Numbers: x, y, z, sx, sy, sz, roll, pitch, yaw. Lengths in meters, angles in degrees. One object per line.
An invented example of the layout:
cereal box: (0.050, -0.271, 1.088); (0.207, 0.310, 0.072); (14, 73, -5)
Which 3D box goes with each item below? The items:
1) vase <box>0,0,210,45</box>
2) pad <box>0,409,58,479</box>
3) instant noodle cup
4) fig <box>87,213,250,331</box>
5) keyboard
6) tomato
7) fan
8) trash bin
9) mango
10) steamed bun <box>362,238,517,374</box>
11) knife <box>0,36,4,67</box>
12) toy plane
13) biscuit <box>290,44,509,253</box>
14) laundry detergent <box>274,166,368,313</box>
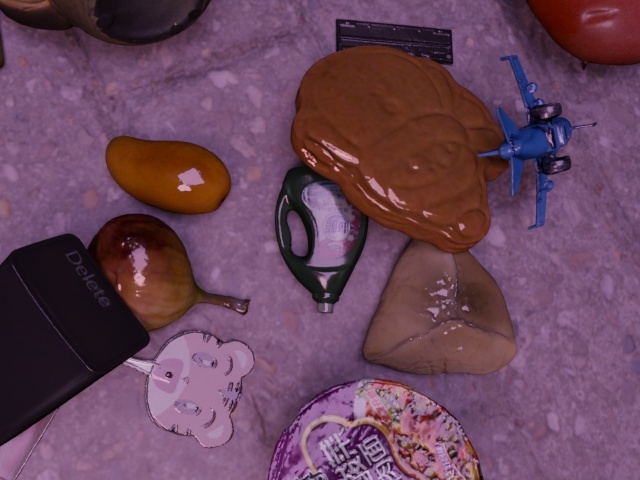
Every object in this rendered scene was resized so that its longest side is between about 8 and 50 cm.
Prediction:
vase: (-0.319, -0.419, 0.925); (0.329, 0.241, 0.302); (-26, 73, 9)
pad: (-0.482, 0.159, 0.874); (0.300, 0.005, 0.202); (29, 75, -5)
instant noodle cup: (0.062, 0.316, 0.842); (0.251, 0.190, 0.251); (0, 67, -1)
fig: (-0.206, 0.068, 0.883); (0.231, 0.143, 0.160); (36, 106, -11)
keyboard: (0.122, -0.322, 1.088); (0.198, 0.010, 0.063); (2, 78, -12)
tomato: (0.480, -0.453, 1.051); (0.342, 0.273, 0.341); (2, 79, -12)
fan: (-0.211, 0.186, 0.922); (0.227, 0.008, 0.152); (21, 77, -9)
trash bin: (-0.346, 0.128, 0.797); (0.225, 0.115, 0.165); (-37, 89, 24)
mango: (-0.216, -0.094, 0.938); (0.184, 0.085, 0.102); (18, 76, -3)
steamed bun: (0.197, 0.105, 0.975); (0.213, 0.110, 0.231); (25, 78, -6)
knife: (-0.506, -0.407, 0.965); (0.061, 0.027, 0.342); (-9, 82, -9)
toy plane: (0.329, -0.154, 1.005); (0.271, 0.105, 0.254); (-22, 103, -45)
biscuit: (0.133, -0.152, 0.987); (0.351, 0.057, 0.312); (44, 57, 4)
laundry detergent: (0.000, 0.000, 0.978); (0.137, 0.063, 0.210); (5, 81, -7)
